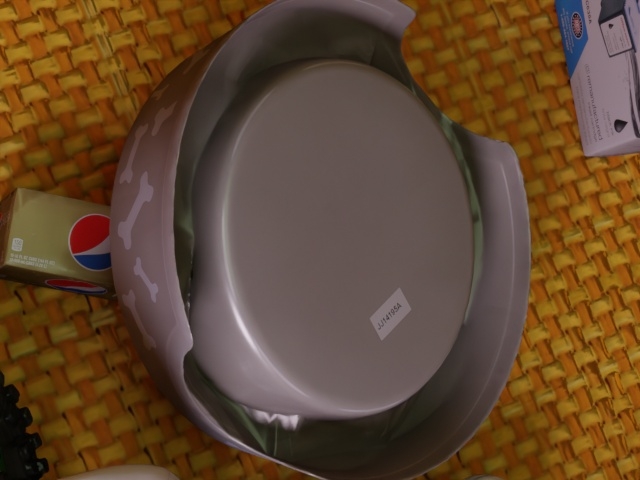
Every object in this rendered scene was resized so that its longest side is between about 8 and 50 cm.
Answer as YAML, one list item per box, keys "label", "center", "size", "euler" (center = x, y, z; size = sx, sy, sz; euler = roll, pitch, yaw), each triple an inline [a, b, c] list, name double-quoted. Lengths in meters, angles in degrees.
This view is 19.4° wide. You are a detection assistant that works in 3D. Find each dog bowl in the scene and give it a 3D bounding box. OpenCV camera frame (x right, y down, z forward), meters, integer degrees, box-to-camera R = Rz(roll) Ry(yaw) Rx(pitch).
- label: "dog bowl"
  center: [0.000, 0.000, 1.329]
  size: [0.348, 0.102, 0.349]
  euler: [5, 83, -42]

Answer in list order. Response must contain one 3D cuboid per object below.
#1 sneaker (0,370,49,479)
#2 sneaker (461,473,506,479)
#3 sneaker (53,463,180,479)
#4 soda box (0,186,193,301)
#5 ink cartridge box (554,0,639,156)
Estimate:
- label: "sneaker"
  center: [-0.232, 0.256, 1.258]
  size: [0.146, 0.134, 0.344]
  euler: [-17, 95, 13]
- label: "sneaker"
  center: [0.151, 0.327, 1.322]
  size: [0.127, 0.208, 0.319]
  euler: [14, 78, -35]
- label: "sneaker"
  center: [-0.118, 0.235, 1.198]
  size: [0.104, 0.296, 0.147]
  euler: [-17, 69, 11]
- label: "soda box"
  center: [-0.141, 0.012, 1.348]
  size: [0.181, 0.061, 0.058]
  euler: [11, 77, -19]
- label: "ink cartridge box"
  center: [0.273, -0.153, 1.467]
  size: [0.082, 0.190, 0.140]
  euler: [-8, 84, -22]
